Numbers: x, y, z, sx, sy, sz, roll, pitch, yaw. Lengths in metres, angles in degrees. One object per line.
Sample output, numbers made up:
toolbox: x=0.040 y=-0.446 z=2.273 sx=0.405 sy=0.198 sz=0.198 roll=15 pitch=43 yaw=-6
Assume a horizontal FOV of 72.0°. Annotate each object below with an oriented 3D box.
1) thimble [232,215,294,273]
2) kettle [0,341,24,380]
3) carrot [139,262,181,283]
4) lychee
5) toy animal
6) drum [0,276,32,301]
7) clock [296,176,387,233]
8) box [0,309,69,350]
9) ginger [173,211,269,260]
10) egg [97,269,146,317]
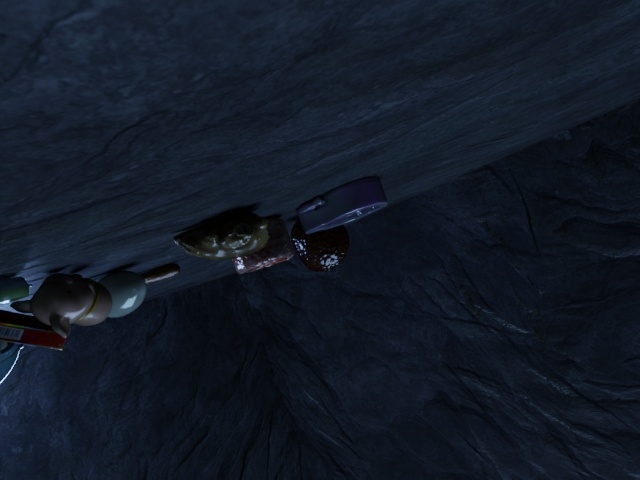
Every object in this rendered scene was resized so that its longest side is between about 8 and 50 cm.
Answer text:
thimble: x=-0.222 y=0.017 z=1.618 sx=0.239 sy=0.162 sz=0.239 roll=-18 pitch=175 yaw=-2
kettle: x=-1.015 y=0.322 z=1.217 sx=0.342 sy=0.247 sz=0.319 roll=-30 pitch=162 yaw=27
carrot: x=-0.685 y=0.144 z=1.772 sx=0.247 sy=0.059 sz=0.059 roll=-16 pitch=175 yaw=-28
lychee: x=0.000 y=0.000 z=1.869 sx=0.260 sy=0.261 sz=0.260 roll=-20 pitch=177 yaw=-1
toy animal: x=-0.669 y=0.164 z=1.201 sx=0.165 sy=0.149 sz=0.248 roll=14 pitch=180 yaw=12
drum: x=-0.766 y=0.130 z=1.061 sx=0.130 sy=0.049 sz=0.253 roll=-18 pitch=-179 yaw=-31
clock: x=0.084 y=-0.126 z=1.621 sx=0.338 sy=0.102 sz=0.338 roll=-20 pitch=176 yaw=-1
box: x=-0.748 y=0.226 z=1.124 sx=0.175 sy=0.048 sz=0.112 roll=25 pitch=173 yaw=-40
ginger: x=-0.271 y=-0.002 z=1.257 sx=0.270 sy=0.123 sz=0.218 roll=-18 pitch=179 yaw=-34
egg: x=-0.679 y=0.179 z=1.492 sx=0.209 sy=0.151 sz=0.151 roll=-23 pitch=176 yaw=25
